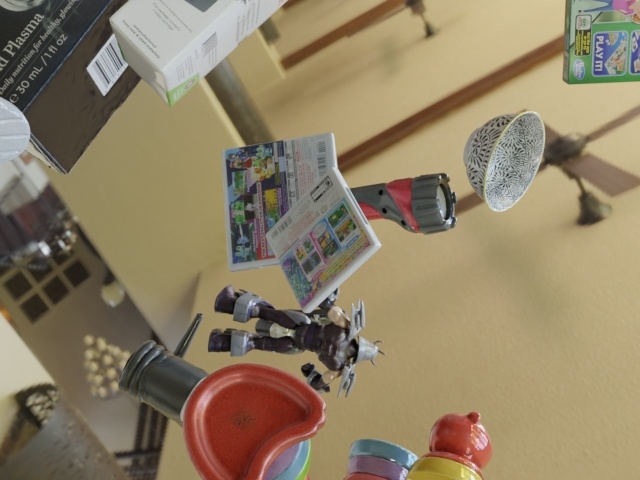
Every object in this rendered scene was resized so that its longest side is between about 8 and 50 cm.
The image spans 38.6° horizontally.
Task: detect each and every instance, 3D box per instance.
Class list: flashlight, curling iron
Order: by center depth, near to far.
[{"bbox_3d":[0.075,-0.044,1.553,0.304,0.103,0.103,-10,-141,27],"label":"flashlight"},{"bbox_3d":[-0.338,0.294,2.206,0.035,0.068,0.274,-112,-137,-73],"label":"curling iron"}]

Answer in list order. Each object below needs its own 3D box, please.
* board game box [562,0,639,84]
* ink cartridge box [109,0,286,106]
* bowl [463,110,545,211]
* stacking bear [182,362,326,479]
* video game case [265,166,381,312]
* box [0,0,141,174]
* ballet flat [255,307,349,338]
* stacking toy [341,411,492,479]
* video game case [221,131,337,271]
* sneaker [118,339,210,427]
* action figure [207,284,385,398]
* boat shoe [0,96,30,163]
[{"bbox_3d":[0.432,-0.368,1.195,0.213,0.317,0.046,-2,-160,5],"label":"board game box"},{"bbox_3d":[-0.168,-0.349,1.365,0.273,0.115,0.198,-45,-179,-9],"label":"ink cartridge box"},{"bbox_3d":[0.285,-0.138,1.487,0.080,0.170,0.170,27,-123,37],"label":"bowl"},{"bbox_3d":[-0.080,0.305,1.257,0.175,0.289,0.164,-41,-122,-20],"label":"stacking bear"},{"bbox_3d":[0.000,0.000,1.292,0.157,0.019,0.143,-44,-122,27],"label":"video game case"},{"bbox_3d":[-0.584,-0.473,1.800,0.480,0.471,0.297,-57,168,-12],"label":"box"},{"bbox_3d":[-0.042,0.176,1.856,0.203,0.074,0.074,-8,-154,13],"label":"ballet flat"},{"bbox_3d":[0.202,0.400,1.501,0.309,0.279,0.130,-24,-145,47],"label":"stacking toy"},{"bbox_3d":[-0.059,-0.060,1.421,0.183,0.201,0.023,-8,162,9],"label":"video game case"},{"bbox_3d":[-0.228,0.227,1.430,0.105,0.147,0.296,-57,171,-14],"label":"sneaker"},{"bbox_3d":[-0.033,0.148,1.468,0.285,0.185,0.099,11,-175,12],"label":"action figure"},{"bbox_3d":[-0.591,-0.173,1.297,0.335,0.121,0.119,0,-162,-31],"label":"boat shoe"}]
